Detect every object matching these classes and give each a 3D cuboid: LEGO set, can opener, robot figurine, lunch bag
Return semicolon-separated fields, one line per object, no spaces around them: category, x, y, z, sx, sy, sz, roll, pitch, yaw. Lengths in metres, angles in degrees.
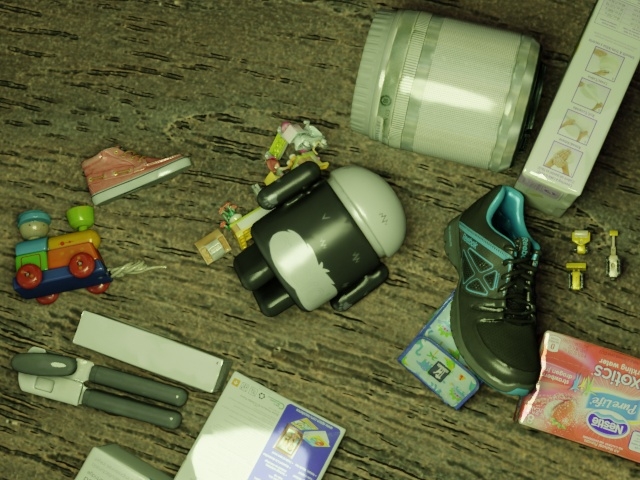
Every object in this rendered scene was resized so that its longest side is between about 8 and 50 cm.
LEGO set;-0.100;-0.089;1.955;0.287;0.132;0.107;-47;63;21
can opener;-0.358;0.237;1.937;0.283;0.095;0.076;14;85;6
robot figurine;0.000;0.001;1.902;0.278;0.209;0.174;-34;65;0
lunch bag;0.213;0.173;1.904;0.129;0.096;0.151;40;101;6

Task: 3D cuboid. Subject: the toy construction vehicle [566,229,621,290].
toy construction vehicle;0.437;0.033;1.933;0.085;0.035;0.098;-3;80;15

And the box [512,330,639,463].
box;0.460;0.255;1.845;0.299;0.142;0.154;17;85;7

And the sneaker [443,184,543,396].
sneaker;0.269;0.069;1.812;0.125;0.140;0.341;11;50;-27

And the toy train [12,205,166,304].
toy train;-0.378;0.007;1.973;0.248;0.105;0.143;-12;69;3

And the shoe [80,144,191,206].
shoe;-0.306;-0.125;1.993;0.178;0.063;0.081;-21;87;6

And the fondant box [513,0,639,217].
fondant box;0.406;-0.214;1.858;0.096;0.238;0.330;23;85;7

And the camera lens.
camera lens;0.202;-0.236;1.887;0.274;0.219;0.219;14;84;6

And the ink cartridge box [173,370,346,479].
ink cartridge box;-0.097;0.343;1.907;0.206;0.045;0.208;27;71;7

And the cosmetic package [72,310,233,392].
cosmetic package;-0.267;0.179;1.936;0.239;0.099;0.060;19;84;7

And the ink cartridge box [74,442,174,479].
ink cartridge box;-0.324;0.506;1.884;0.223;0.129;0.307;29;86;7
